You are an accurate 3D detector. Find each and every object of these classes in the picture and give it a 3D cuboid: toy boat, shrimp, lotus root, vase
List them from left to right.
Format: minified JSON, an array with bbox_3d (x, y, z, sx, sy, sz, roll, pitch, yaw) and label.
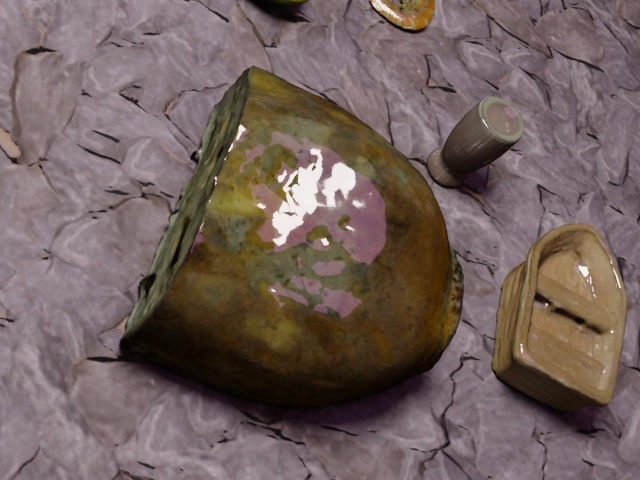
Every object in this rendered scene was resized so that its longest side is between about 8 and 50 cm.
[{"bbox_3d":[0.008,0.015,1.101,0.260,0.149,0.267,28,56,-15],"label":"lotus root"},{"bbox_3d":[0.086,-0.274,1.386,0.083,0.023,0.114,23,59,-16],"label":"shrimp"},{"bbox_3d":[0.147,-0.092,1.271,0.053,0.101,0.053,15,56,-24],"label":"vase"},{"bbox_3d":[0.230,0.068,1.259,0.116,0.061,0.188,29,53,-13],"label":"toy boat"}]

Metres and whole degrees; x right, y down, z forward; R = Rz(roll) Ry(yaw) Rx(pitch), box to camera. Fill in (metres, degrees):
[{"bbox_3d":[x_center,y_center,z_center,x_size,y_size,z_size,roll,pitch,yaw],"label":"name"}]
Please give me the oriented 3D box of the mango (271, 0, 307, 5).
[{"bbox_3d":[-0.080,-0.309,1.270,0.191,0.085,0.122,36,41,-22],"label":"mango"}]
